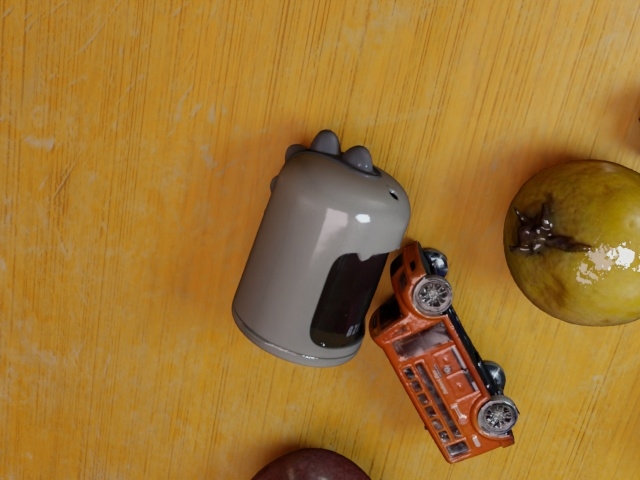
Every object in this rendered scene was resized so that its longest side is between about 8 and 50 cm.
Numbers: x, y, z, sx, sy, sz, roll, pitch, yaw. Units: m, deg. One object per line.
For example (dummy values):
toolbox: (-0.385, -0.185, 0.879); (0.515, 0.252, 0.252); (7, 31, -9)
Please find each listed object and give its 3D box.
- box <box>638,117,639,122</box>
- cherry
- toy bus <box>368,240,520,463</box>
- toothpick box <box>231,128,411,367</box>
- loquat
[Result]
box: (0.476, -0.147, 1.118); (0.084, 0.122, 0.069); (-24, 92, 18)
cherry: (-0.005, 0.481, 1.411); (0.307, 0.221, 0.261); (41, 122, -20)
toy bus: (0.179, 0.170, 1.280); (0.153, 0.143, 0.329); (-26, 105, 12)
toothpick box: (0.000, 0.000, 1.231); (0.229, 0.229, 0.316); (21, 112, 3)
loquat: (0.364, 0.002, 1.136); (0.244, 0.244, 0.243); (4, 112, 10)
